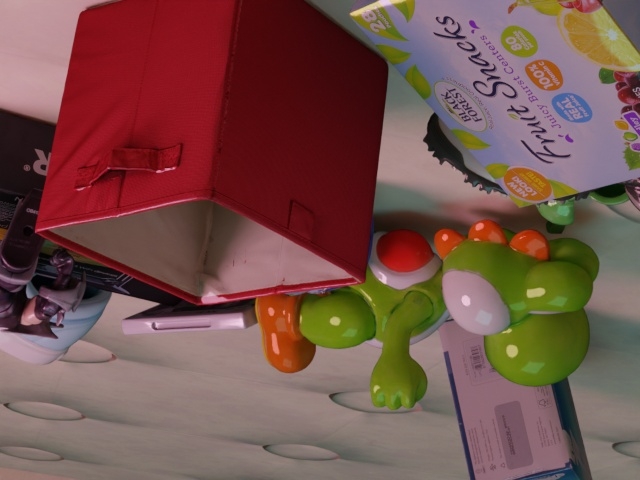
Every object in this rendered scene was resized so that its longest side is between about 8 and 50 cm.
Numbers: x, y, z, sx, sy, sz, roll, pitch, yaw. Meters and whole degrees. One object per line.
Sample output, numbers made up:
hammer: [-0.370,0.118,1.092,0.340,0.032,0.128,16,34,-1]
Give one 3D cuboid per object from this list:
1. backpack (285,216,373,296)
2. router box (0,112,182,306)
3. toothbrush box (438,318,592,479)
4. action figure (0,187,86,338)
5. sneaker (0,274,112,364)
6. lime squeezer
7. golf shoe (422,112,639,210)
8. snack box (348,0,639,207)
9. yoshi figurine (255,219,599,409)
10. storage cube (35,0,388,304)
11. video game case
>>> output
backpack: [0.000,0.000,1.380,0.114,0.105,0.084,-13,158,38]
router box: [-0.249,-0.027,1.417,0.309,0.081,0.243,15,159,-22]
toothbrush box: [0.255,0.228,1.730,0.126,0.216,0.295,-16,156,13]
action figure: [-0.322,0.032,1.353,0.185,0.099,0.285,4,165,-13]
sneaker: [-0.393,0.008,1.548,0.150,0.135,0.366,-39,134,22]
lime squeezer: [0.263,-0.046,1.236,0.110,0.058,0.310,16,158,-23]
golf shoe: [0.223,-0.090,1.109,0.273,0.105,0.120,11,132,4]
snack box: [0.151,-0.127,0.932,0.174,0.070,0.207,-14,127,46]
yoshi figurine: [0.129,0.087,1.449,0.362,0.203,0.203,-6,161,32]
storage cube: [-0.078,-0.075,1.065,0.184,0.193,0.215,-9,154,37]
video game case: [-0.105,0.071,1.586,0.173,0.022,0.190,-5,-170,32]
